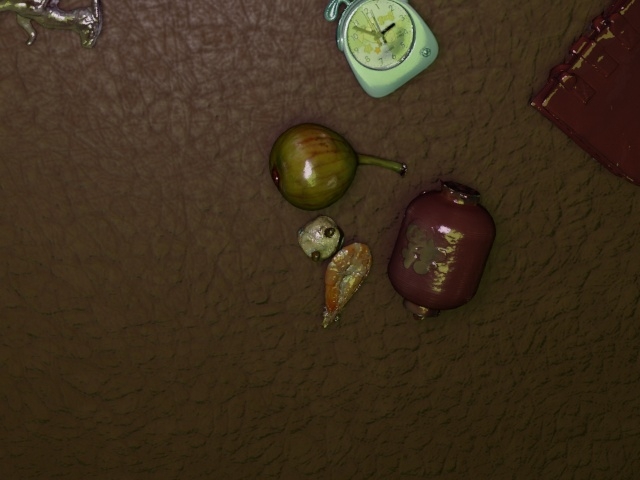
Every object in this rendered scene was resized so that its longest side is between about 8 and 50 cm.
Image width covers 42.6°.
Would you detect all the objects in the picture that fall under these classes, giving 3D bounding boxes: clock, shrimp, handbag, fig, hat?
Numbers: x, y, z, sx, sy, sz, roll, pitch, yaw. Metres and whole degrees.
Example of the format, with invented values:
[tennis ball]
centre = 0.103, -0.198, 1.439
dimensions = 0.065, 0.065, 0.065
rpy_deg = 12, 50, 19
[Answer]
[clock]
centre = 0.100, -0.350, 1.385
dimensions = 0.148, 0.060, 0.188
rpy_deg = -32, 110, 6
[shrimp]
centre = 0.039, 0.083, 1.542
dimensions = 0.091, 0.043, 0.184
rpy_deg = 6, 115, -32
[handbag]
centre = 0.553, -0.264, 1.461
dimensions = 0.276, 0.084, 0.260
rpy_deg = 34, 103, -17
[fig]
centre = 0.038, -0.142, 1.426
dimensions = 0.259, 0.151, 0.151
rpy_deg = -17, 113, -24
[hat]
centre = 0.000, 0.000, 1.504
dimensions = 0.077, 0.059, 0.076
rpy_deg = -39, 105, 13

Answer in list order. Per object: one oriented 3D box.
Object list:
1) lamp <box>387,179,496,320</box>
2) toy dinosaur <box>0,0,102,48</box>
[lamp]
centre = 0.212, 0.019, 1.482
dimensions = 0.180, 0.180, 0.258
rpy_deg = 13, 110, -11
[toy dinosaur]
centre = -0.468, -0.420, 1.287
dimensions = 0.162, 0.077, 0.294
rpy_deg = -31, 125, 0
